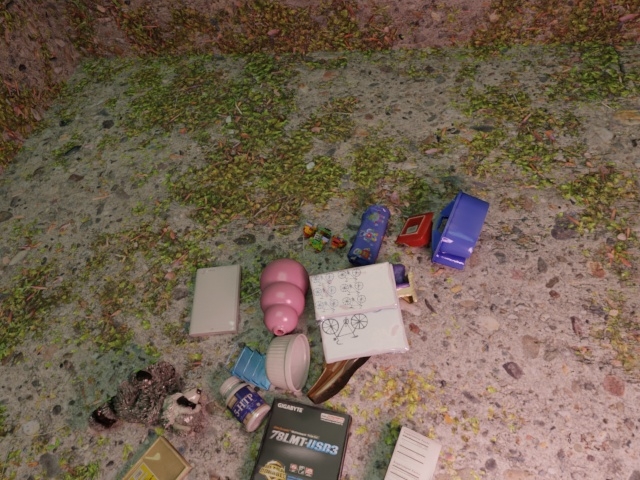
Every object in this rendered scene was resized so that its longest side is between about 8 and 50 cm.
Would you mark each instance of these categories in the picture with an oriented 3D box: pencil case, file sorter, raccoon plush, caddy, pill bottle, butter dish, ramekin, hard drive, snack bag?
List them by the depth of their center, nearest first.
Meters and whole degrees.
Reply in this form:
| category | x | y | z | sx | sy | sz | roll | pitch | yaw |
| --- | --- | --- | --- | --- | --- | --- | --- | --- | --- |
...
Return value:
| category | x | y | z | sx | sy | sz | roll | pitch | yaw |
| --- | --- | --- | --- | --- | --- | --- | --- | --- | --- |
| pill bottle | -0.283 | 0.594 | 1.500 | 0.187 | 0.112 | 0.112 | 35 | 70 | 26 |
| snack bag | 0.137 | 0.266 | 1.508 | 0.323 | 0.037 | 0.342 | -9 | 71 | 3 |
| ramekin | -0.123 | 0.450 | 1.515 | 0.109 | 0.207 | 0.207 | -3 | 58 | 18 |
| raccoon plush | -0.629 | 0.667 | 1.516 | 0.446 | 0.216 | 0.299 | -43 | 73 | 16 |
| file sorter | -0.263 | 0.481 | 1.570 | 0.170 | 0.104 | 0.118 | 17 | 63 | 18 |
| caddy | 0.557 | -0.047 | 1.689 | 0.179 | 0.241 | 0.341 | 22 | 64 | 16 |
| butter dish | 0.434 | -0.028 | 1.775 | 0.160 | 0.118 | 0.160 | -10 | 42 | 55 |
| hard drive | -0.454 | 0.258 | 1.777 | 0.203 | 0.040 | 0.307 | -6 | 58 | 5 |
| pencil case | 0.211 | -0.014 | 1.792 | 0.133 | 0.119 | 0.306 | 15 | 62 | 14 |

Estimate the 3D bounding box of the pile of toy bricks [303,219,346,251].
| category | x | y | z | sx | sy | sz | roll | pitch | yaw |
| --- | --- | --- | --- | --- | --- | --- | --- | --- | --- |
| pile of toy bricks | 0.000 | 0.000 | 1.841 | 0.212 | 0.118 | 0.105 | 29 | 105 | 12 |

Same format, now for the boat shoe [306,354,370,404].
| category | x | y | z | sx | sy | sz | roll | pitch | yaw |
| --- | --- | --- | --- | --- | --- | --- | --- | --- | --- |
| boat shoe | 0.066 | 0.467 | 1.529 | 0.324 | 0.122 | 0.120 | -39 | 55 | -24 |

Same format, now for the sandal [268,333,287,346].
| category | x | y | z | sx | sy | sz | roll | pitch | yaw |
| --- | --- | --- | --- | --- | --- | --- | --- | --- | --- |
| sandal | -0.161 | 0.370 | 1.660 | 0.067 | 0.040 | 0.179 | 13 | 62 | 17 |

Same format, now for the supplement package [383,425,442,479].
| category | x | y | z | sx | sy | sz | roll | pitch | yaw |
| --- | --- | --- | --- | --- | --- | --- | --- | --- | --- |
| supplement package | 0.279 | 0.748 | 1.299 | 0.134 | 0.139 | 0.244 | 19 | 62 | 18 |

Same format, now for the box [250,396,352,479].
| category | x | y | z | sx | sy | sz | roll | pitch | yaw |
| --- | --- | --- | --- | --- | --- | --- | --- | --- | --- |
| box | -0.061 | 0.726 | 1.409 | 0.296 | 0.073 | 0.293 | 9 | 61 | 13 |

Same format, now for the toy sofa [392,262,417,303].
| category | x | y | z | sx | sy | sz | roll | pitch | yaw |
| --- | --- | --- | --- | --- | --- | --- | --- | --- | --- |
| toy sofa | 0.189 | 0.192 | 1.625 | 0.363 | 0.150 | 0.177 | -10 | 77 | 3 |

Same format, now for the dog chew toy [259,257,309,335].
| category | x | y | z | sx | sy | sz | roll | pitch | yaw |
| --- | --- | --- | --- | --- | --- | --- | --- | --- | --- |
| dog chew toy | -0.148 | 0.227 | 1.621 | 0.207 | 0.206 | 0.331 | -6 | 41 | 6 |

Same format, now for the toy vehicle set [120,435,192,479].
| category | x | y | z | sx | sy | sz | roll | pitch | yaw |
| --- | --- | --- | --- | --- | --- | --- | --- | --- | --- |
| toy vehicle set | -0.607 | 0.856 | 1.433 | 0.166 | 0.035 | 0.267 | 33 | 69 | 25 |
